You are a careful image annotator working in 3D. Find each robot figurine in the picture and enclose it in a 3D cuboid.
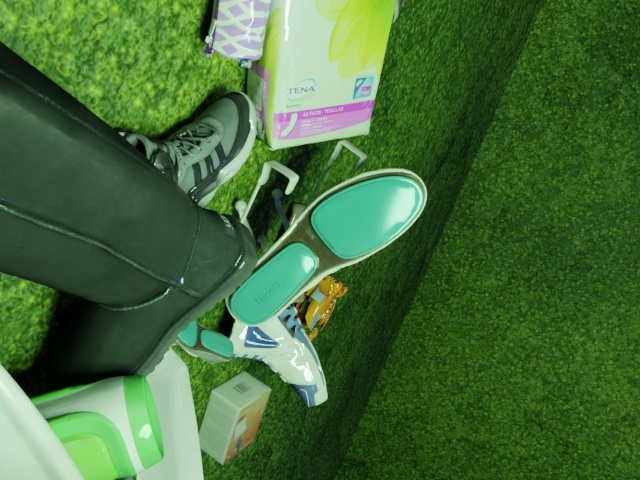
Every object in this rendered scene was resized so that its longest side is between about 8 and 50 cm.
[{"bbox_3d":[-0.036,0.224,1.506,0.290,0.085,0.211,-60,165,-1],"label":"robot figurine"}]

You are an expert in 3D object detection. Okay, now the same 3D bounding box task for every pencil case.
[{"bbox_3d":[-0.109,-0.346,0.754,0.088,0.086,0.205,-5,123,-30],"label":"pencil case"}]

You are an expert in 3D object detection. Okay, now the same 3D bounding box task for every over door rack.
[{"bbox_3d":[-0.094,-0.057,0.998,0.324,0.108,0.240,-47,169,36],"label":"over door rack"}]

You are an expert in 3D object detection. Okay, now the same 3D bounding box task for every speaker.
[{"bbox_3d":[-0.351,0.258,0.678,0.297,0.131,0.131,-14,138,-15],"label":"speaker"}]

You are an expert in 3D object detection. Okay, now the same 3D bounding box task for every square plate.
[{"bbox_3d":[-0.265,0.323,0.926,0.049,0.347,0.344,-15,151,-2],"label":"square plate"}]

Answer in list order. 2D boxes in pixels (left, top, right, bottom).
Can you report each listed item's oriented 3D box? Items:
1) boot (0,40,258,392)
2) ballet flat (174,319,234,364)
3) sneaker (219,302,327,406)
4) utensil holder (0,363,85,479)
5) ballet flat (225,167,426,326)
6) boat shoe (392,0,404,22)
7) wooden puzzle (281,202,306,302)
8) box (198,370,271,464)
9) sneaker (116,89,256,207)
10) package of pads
[{"bbox_3d":[-0.317,0.030,0.620,0.367,0.146,0.445,-44,151,4],"label":"boot"},{"bbox_3d":[-0.245,0.181,1.047,0.213,0.068,0.072,46,31,-47],"label":"ballet flat"},{"bbox_3d":[-0.118,0.222,1.211,0.182,0.127,0.315,-24,105,-6],"label":"sneaker"},{"bbox_3d":[-0.405,0.266,0.412,0.386,0.328,0.327,-35,148,-21],"label":"utensil holder"},{"bbox_3d":[0.000,0.000,0.994,0.400,0.139,0.139,-37,158,7],"label":"ballet flat"},{"bbox_3d":[0.142,-0.523,1.117,0.066,0.066,0.183,-57,167,-24],"label":"boat shoe"},{"bbox_3d":[-0.058,0.033,1.330,0.221,0.044,0.238,8,103,-66],"label":"wooden puzzle"},{"bbox_3d":[-0.211,0.429,1.371,0.130,0.091,0.170,-19,131,-59],"label":"box"},{"bbox_3d":[-0.193,-0.124,0.781,0.268,0.101,0.153,-55,159,-10],"label":"sneaker"},{"bbox_3d":[-0.006,-0.303,0.911,0.229,0.101,0.296,-16,132,-33],"label":"package of pads"}]
